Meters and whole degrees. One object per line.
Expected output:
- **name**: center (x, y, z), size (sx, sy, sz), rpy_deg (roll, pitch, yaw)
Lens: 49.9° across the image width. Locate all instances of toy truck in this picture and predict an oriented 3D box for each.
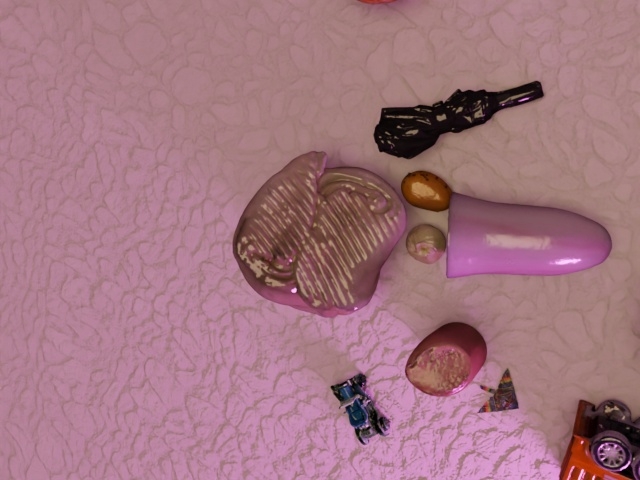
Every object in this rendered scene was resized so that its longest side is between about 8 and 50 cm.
- **toy truck**: center (0.085, 0.378, 1.523), size (0.080, 0.078, 0.154), rpy_deg (-30, 86, 22)
- **toy truck**: center (0.648, 0.467, 1.283), size (0.388, 0.173, 0.206), rpy_deg (20, 109, 20)

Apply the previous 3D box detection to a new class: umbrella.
- **umbrella**: center (0.271, -0.250, 1.374), size (0.340, 0.118, 0.118), rpy_deg (-16, 91, 12)

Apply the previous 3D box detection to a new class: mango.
- **mango**: center (0.221, -0.100, 1.425), size (0.114, 0.057, 0.078), rpy_deg (31, 99, 11)

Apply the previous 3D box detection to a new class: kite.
- **kite**: center (0.379, 0.326, 1.447), size (0.090, 0.004, 0.122), rpy_deg (28, 105, 15)

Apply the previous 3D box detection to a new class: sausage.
- **sausage**: center (0.252, 0.234, 1.352), size (0.123, 0.253, 0.123), rpy_deg (1, 92, 20)

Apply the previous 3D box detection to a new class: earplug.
- **earplug**: center (0.401, -0.003, 1.327), size (0.302, 0.172, 0.172), rpy_deg (3, 98, 13)

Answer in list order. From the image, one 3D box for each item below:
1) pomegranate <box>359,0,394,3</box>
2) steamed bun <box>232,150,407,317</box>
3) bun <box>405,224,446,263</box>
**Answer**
- **pomegranate**: center (0.110, -0.563, 1.330), size (0.207, 0.207, 0.207), rpy_deg (3, 98, 20)
- **steamed bun**: center (-0.009, -0.005, 1.444), size (0.310, 0.219, 0.324), rpy_deg (25, 80, 1)
- **bun**: center (0.218, 0.008, 1.440), size (0.086, 0.055, 0.086), rpy_deg (3, 98, 21)
